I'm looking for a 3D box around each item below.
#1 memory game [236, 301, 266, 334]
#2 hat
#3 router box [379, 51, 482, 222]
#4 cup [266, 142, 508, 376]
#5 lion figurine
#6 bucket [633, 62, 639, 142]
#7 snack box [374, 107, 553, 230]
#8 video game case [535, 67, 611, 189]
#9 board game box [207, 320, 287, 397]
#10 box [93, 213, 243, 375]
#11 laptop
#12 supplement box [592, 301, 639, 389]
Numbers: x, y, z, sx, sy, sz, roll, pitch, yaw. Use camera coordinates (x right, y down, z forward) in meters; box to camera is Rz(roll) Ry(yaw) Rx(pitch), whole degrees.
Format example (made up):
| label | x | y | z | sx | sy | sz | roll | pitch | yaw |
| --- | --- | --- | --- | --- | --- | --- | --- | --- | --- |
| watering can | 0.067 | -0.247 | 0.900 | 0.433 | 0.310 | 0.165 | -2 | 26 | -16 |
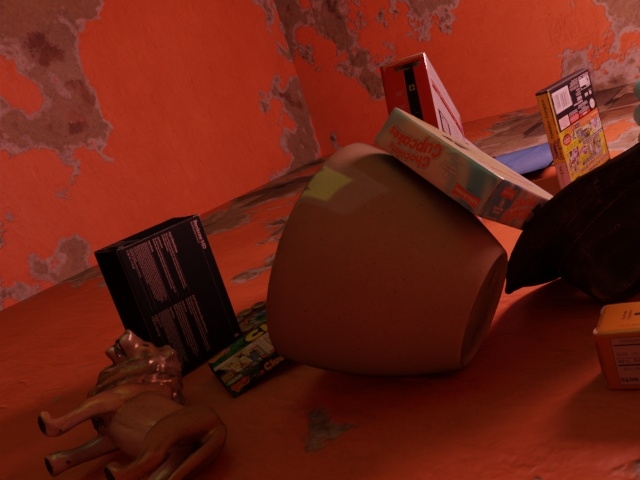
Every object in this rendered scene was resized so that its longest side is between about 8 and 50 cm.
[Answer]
| label | x | y | z | sx | sy | sz | roll | pitch | yaw |
| --- | --- | --- | --- | --- | --- | --- | --- | --- | --- |
| memory game | -0.106 | 0.150 | 1.396 | 0.186 | 0.012 | 0.186 | -18 | 12 | 4 |
| hat | 0.426 | 0.004 | 0.960 | 0.331 | 0.134 | 0.331 | -28 | -30 | -18 |
| router box | 0.220 | -0.139 | 1.246 | 0.082 | 0.301 | 0.335 | -13 | -14 | 20 |
| cup | 0.116 | 0.055 | 0.925 | 0.236 | 0.331 | 0.331 | 20 | 30 | 25 |
| lion figurine | -0.230 | 0.255 | 0.920 | 0.240 | 0.142 | 0.392 | -19 | 24 | -38 |
| bucket | 0.837 | -0.310 | 1.475 | 0.281 | 0.281 | 0.183 | -27 | 21 | -35 |
| snack box | 0.235 | -0.085 | 0.954 | 0.187 | 0.060 | 0.322 | 42 | 18 | 33 |
| video game case | 0.618 | -0.270 | 1.623 | 0.035 | 0.248 | 0.275 | -8 | 16 | 44 |
| board game box | -0.064 | 0.161 | 1.143 | 0.259 | 0.030 | 0.136 | -33 | 17 | -17 |
| box | -0.279 | 0.105 | 1.255 | 0.184 | 0.261 | 0.103 | -28 | 16 | -39 |
| laptop | 0.486 | -0.310 | 2.023 | 0.236 | 0.408 | 0.382 | -55 | -11 | 34 |
| supplement box | 0.422 | 0.106 | 0.710 | 0.233 | 0.080 | 0.078 | -7 | 16 | 34 |
